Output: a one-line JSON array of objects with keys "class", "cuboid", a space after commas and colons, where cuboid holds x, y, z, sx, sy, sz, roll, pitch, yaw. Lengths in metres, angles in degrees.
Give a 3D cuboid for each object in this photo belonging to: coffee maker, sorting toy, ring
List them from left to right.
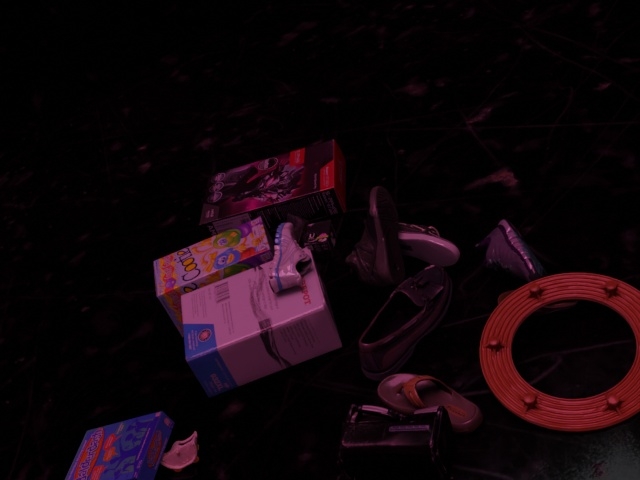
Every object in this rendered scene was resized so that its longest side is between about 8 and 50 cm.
[{"class": "sorting toy", "cuboid": [-0.270, 0.410, 1.761, 0.083, 0.045, 0.075, -30, 22, 11]}, {"class": "coffee maker", "cuboid": [0.131, 0.370, 1.540, 0.178, 0.120, 0.171, -6, 63, 25]}, {"class": "ring", "cuboid": [0.452, 0.186, 1.598, 0.336, 0.032, 0.336, -12, 46, 13]}]

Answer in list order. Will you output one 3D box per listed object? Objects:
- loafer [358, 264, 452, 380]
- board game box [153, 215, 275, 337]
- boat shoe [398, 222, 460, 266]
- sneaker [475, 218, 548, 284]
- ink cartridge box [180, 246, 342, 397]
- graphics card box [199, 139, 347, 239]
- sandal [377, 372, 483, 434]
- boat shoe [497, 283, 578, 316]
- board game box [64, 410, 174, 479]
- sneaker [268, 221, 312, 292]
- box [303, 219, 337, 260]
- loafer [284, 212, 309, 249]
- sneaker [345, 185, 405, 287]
[{"class": "loafer", "cuboid": [0.174, 0.146, 1.797, 0.109, 0.095, 0.302, 10, 48, 38]}, {"class": "board game box", "cuboid": [-0.229, 0.084, 2.064, 0.275, 0.144, 0.142, -23, 36, 2]}, {"class": "boat shoe", "cuboid": [0.226, -0.002, 1.974, 0.219, 0.078, 0.070, 15, 52, 44]}, {"class": "sneaker", "cuboid": [0.393, 0.049, 1.834, 0.098, 0.083, 0.223, -39, 28, 14]}, {"class": "ink cartridge box", "cuboid": [-0.130, 0.171, 1.908, 0.307, 0.129, 0.223, -21, 35, 3]}, {"class": "graphics card box", "cuboid": [-0.120, -0.123, 2.311, 0.371, 0.094, 0.233, -15, 37, 13]}, {"class": "sandal", "cuboid": [0.197, 0.288, 1.633, 0.219, 0.060, 0.090, 20, 54, 44]}, {"class": "boat shoe", "cuboid": [0.424, 0.120, 1.727, 0.152, 0.049, 0.056, -4, 49, 19]}, {"class": "board game box", "cuboid": [-0.405, 0.433, 1.766, 0.210, 0.047, 0.160, -20, 34, 27]}, {"class": "sneaker", "cuboid": [-0.057, 0.034, 1.887, 0.083, 0.071, 0.190, -6, 45, 10]}, {"class": "box", "cuboid": [0.000, 0.000, 2.119, 0.062, 0.052, 0.083, -9, 37, 17]}, {"class": "loafer", "cuboid": [-0.054, -0.003, 2.150, 0.061, 0.062, 0.170, 6, 44, -8]}, {"class": "sneaker", "cuboid": [0.110, -0.003, 1.967, 0.130, 0.087, 0.227, -17, 73, 39]}]
